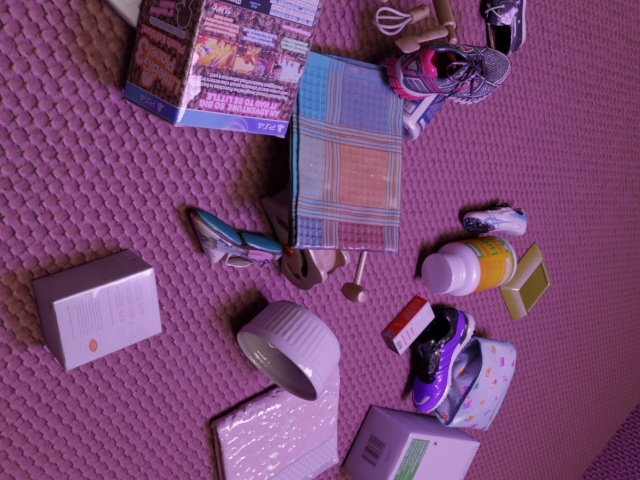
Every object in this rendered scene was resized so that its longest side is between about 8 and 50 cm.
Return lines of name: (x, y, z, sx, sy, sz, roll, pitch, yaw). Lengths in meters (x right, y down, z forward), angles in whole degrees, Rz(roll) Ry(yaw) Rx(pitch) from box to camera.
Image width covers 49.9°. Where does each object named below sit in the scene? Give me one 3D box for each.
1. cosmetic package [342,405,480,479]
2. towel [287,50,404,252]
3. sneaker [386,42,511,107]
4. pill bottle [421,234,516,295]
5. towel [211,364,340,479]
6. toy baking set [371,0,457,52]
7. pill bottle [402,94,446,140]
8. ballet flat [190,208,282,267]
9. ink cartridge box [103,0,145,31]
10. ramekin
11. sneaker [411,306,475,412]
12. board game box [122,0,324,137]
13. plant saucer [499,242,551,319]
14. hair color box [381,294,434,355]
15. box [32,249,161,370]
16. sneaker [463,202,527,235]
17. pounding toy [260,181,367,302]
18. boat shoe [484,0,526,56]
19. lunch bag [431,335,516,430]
cosmetic package: (0.255, 0.585, 1.879, 0.365, 0.155, 0.197, 21, 93, -45)
towel: (0.055, -0.164, 1.305, 0.271, 0.040, 0.370, 3, 87, -35)
sneaker: (0.277, -0.334, 1.369, 0.299, 0.112, 0.121, -15, 93, -33)
pill bottle: (0.375, 0.067, 1.752, 0.245, 0.136, 0.136, -9, 115, -40)
towel: (-0.087, 0.467, 1.582, 0.331, 0.053, 0.317, -23, 123, -35)
toy baking set: (0.170, -0.433, 1.295, 0.196, 0.256, 0.030, 2, 150, -26)
pill bottle: (0.211, -0.303, 1.455, 0.169, 0.094, 0.094, -52, 135, -10)
ballet flat: (-0.166, 0.011, 1.284, 0.221, 0.077, 0.079, 23, 113, -46)
ink cartridge box: (-0.230, -0.370, 1.055, 0.179, 0.045, 0.145, 39, 82, -43)
ramekin: (-0.056, 0.215, 1.387, 0.109, 0.207, 0.207, -48, 135, -27)
sneaker: (0.291, 0.307, 1.828, 0.146, 0.102, 0.293, 24, 88, -42)
board game box: (-0.139, -0.324, 1.052, 0.232, 0.141, 0.291, -3, 117, -50)
plant saucer: (0.633, 0.133, 2.087, 0.188, 0.045, 0.188, -47, 134, -15)
hair color box: (0.225, 0.216, 1.752, 0.141, 0.043, 0.072, -44, 133, -19)
box: (-0.362, 0.109, 1.128, 0.170, 0.091, 0.130, -20, 122, -35)
sneaker: (0.459, -0.060, 1.820, 0.237, 0.085, 0.086, 4, 81, -40)
pounding toy: (0.000, 0.000, 1.384, 0.155, 0.154, 0.270, -35, 110, -27)
boat shoe: (0.408, -0.517, 1.541, 0.079, 0.084, 0.233, -42, 135, -21)
lunch bag: (0.430, 0.388, 1.945, 0.223, 0.160, 0.262, 18, 102, -45)
